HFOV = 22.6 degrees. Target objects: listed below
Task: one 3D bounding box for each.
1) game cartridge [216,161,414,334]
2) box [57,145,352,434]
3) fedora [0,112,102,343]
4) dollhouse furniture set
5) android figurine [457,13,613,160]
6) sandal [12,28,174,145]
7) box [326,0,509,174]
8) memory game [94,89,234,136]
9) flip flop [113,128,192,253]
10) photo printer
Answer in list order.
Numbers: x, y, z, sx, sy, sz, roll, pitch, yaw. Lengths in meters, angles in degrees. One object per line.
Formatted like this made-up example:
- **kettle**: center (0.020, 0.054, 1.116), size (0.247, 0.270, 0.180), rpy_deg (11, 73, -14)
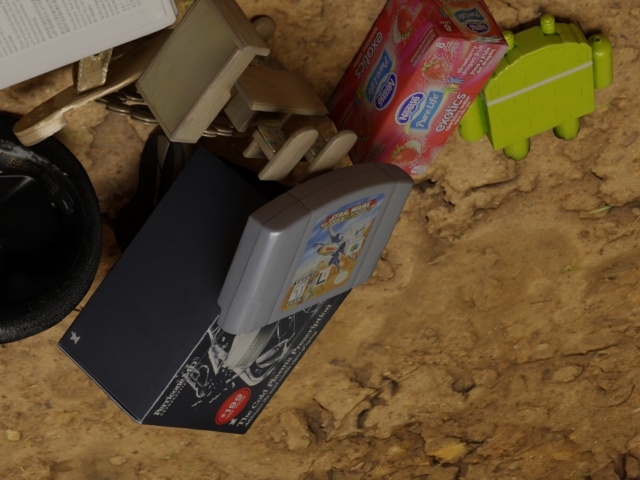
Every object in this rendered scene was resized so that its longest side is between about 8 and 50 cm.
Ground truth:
- **game cartridge**: center (0.000, 0.000, 2.063), size (0.297, 0.062, 0.198), rpy_deg (-22, 147, -47)
- **box**: center (-0.135, 0.081, 2.223), size (0.343, 0.179, 0.312), rpy_deg (-54, 155, 8)
- **fedora**: center (-0.455, -0.007, 2.056), size (0.334, 0.334, 0.152), rpy_deg (-3, 171, -27)
- **dollhouse furniture set**: center (-0.077, -0.205, 1.965), size (0.242, 0.212, 0.161), rpy_deg (0, 138, -50)
- **android figurine**: center (0.312, -0.225, 2.332), size (0.248, 0.056, 0.273), rpy_deg (-23, 146, 0)
- **sandal**: center (-0.291, -0.216, 1.978), size (0.240, 0.088, 0.079), rpy_deg (-36, 117, -4)
- **box**: center (0.127, -0.221, 2.170), size (0.123, 0.128, 0.257), rpy_deg (2, 139, -32)
- **memory game**: center (-0.196, -0.163, 2.032), size (0.186, 0.186, 0.012), rpy_deg (6, 106, -35)
- **flip flop**: center (-0.218, -0.046, 2.240), size (0.080, 0.112, 0.277), rpy_deg (-15, 142, -37)
- **photo printer**: center (-0.338, -0.300, 1.816), size (0.307, 0.107, 0.256), rpy_deg (-21, 144, -2)
